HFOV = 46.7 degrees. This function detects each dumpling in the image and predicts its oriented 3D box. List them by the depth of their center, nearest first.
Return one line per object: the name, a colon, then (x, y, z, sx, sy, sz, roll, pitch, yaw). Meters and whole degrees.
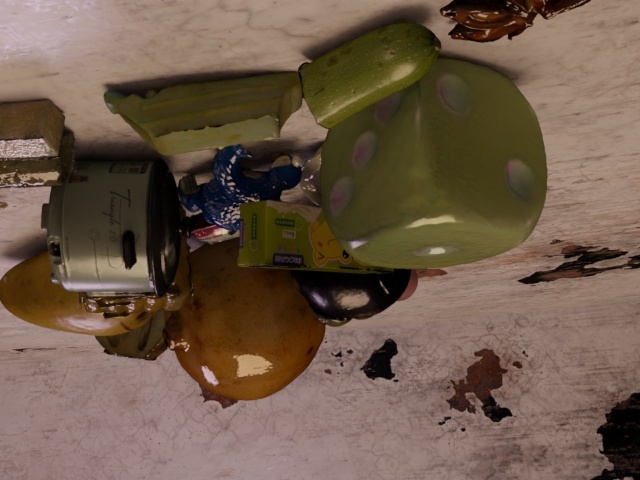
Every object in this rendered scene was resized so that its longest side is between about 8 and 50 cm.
dumpling: (0.022, -0.103, 1.333, 0.134, 0.100, 0.169, -3, 165, 8)

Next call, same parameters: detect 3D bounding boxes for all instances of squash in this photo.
squash: (0.069, -0.222, 0.945, 0.188, 0.095, 0.095, -21, 158, 34)

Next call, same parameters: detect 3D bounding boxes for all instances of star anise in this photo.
star anise: (0.214, -0.276, 0.840, 0.157, 0.054, 0.212, 8, 162, -38)

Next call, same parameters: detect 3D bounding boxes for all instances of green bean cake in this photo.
green bean cake: (-0.373, 0.035, 1.498, 0.229, 0.224, 0.131, -2, 161, -15)

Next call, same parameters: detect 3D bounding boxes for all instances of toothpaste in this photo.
toothpaste: (0.000, 0.000, 1.314, 0.327, 0.110, 0.077, 5, 172, -44)

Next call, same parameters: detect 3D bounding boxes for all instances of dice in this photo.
dice: (0.161, -0.102, 1.089, 0.254, 0.250, 0.252, 6, 161, -33)

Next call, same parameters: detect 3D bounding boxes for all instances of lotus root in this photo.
lotus root: (-0.461, 0.195, 1.980, 0.267, 0.260, 0.149, -10, 164, 20)

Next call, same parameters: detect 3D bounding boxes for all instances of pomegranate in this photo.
pomegranate: (-0.193, 0.167, 1.739, 0.416, 0.417, 0.417, -4, 165, -1)

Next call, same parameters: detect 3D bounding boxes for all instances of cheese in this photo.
cheese: (-0.166, -0.039, 1.522, 0.155, 0.062, 0.244, -14, -178, 45)

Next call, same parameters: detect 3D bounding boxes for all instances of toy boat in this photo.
toy boat: (-0.160, -0.176, 1.050, 0.276, 0.084, 0.111, -5, 167, -2)

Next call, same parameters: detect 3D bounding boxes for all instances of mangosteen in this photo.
mangosteen: (0.073, 0.056, 1.583, 0.233, 0.288, 0.287, -10, 164, 28)

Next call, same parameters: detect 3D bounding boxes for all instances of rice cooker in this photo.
rice cooker: (-0.336, -0.022, 1.271, 0.227, 0.241, 0.280, 0, -163, -6)

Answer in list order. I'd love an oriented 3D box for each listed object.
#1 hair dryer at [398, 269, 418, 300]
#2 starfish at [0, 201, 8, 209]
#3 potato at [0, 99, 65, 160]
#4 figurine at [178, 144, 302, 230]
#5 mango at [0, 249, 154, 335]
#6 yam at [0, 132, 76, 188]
hair dryer: (0.084, 0.108, 2.143, 0.352, 0.125, 0.210, -4, 170, 40)
starfish: (-0.830, 0.003, 1.441, 0.398, 0.132, 0.384, 24, 142, -30)
potato: (-0.436, -0.155, 1.061, 0.122, 0.086, 0.061, -3, 151, 0)
figurine: (-0.134, -0.085, 1.313, 0.164, 0.121, 0.262, 9, 159, -35)
mango: (-0.580, 0.118, 1.759, 0.445, 0.221, 0.301, -7, 167, 21)
yam: (-0.511, -0.121, 1.136, 0.259, 0.093, 0.093, -3, 165, -7)
